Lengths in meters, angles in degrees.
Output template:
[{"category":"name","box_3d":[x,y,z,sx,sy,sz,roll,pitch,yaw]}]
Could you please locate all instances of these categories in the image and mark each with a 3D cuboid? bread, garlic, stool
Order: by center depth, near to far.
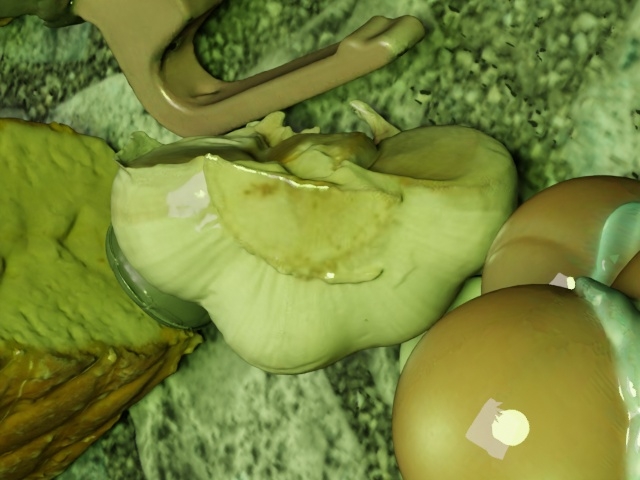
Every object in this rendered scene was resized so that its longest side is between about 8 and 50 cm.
[{"category":"garlic","box_3d":[0.000,0.000,0.994,0.229,0.178,0.142,-5,103,6]},{"category":"stool","box_3d":[-0.075,-0.002,1.112,0.110,0.096,0.096,-38,67,26]},{"category":"bread","box_3d":[-0.273,0.059,1.155,0.279,0.279,0.207,-41,65,35]}]

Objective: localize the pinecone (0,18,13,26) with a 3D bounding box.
[{"category":"pinecone","box_3d":[-0.299,-0.202,1.256,0.195,0.150,0.179,-24,69,33]}]

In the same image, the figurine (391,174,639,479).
[{"category":"figurine","box_3d":[0.236,0.009,0.773,0.248,0.276,0.388,43,121,4]}]

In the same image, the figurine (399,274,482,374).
[{"category":"figurine","box_3d":[0.086,0.135,0.952,0.166,0.141,0.250,-49,62,29]}]

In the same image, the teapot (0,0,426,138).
[{"category":"teapot","box_3d":[-0.091,-0.249,1.032,0.362,0.305,0.376,-13,111,47]}]
